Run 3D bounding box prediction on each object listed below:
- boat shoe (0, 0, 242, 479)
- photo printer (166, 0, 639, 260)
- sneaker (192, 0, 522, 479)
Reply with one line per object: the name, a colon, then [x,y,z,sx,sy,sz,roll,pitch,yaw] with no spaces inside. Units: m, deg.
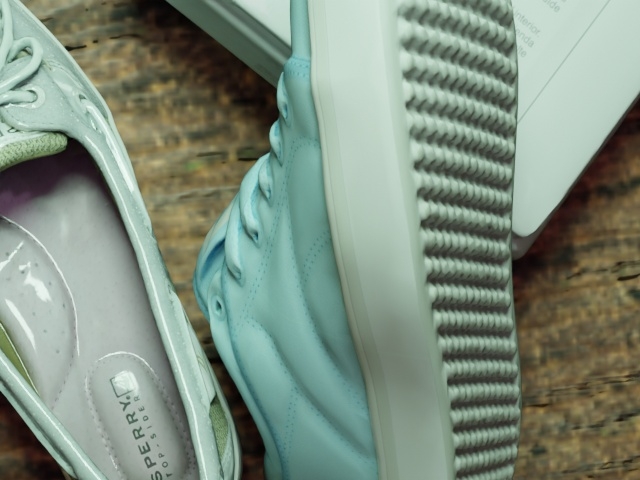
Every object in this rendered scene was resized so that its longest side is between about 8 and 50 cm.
boat shoe: [-0.132,-0.001,0.686,0.118,0.103,0.320,-26,87,-10]
photo printer: [0.088,-0.185,0.732,0.256,0.107,0.307,38,83,-10]
sneaker: [0.000,0.000,0.640,0.150,0.135,0.366,10,126,22]
